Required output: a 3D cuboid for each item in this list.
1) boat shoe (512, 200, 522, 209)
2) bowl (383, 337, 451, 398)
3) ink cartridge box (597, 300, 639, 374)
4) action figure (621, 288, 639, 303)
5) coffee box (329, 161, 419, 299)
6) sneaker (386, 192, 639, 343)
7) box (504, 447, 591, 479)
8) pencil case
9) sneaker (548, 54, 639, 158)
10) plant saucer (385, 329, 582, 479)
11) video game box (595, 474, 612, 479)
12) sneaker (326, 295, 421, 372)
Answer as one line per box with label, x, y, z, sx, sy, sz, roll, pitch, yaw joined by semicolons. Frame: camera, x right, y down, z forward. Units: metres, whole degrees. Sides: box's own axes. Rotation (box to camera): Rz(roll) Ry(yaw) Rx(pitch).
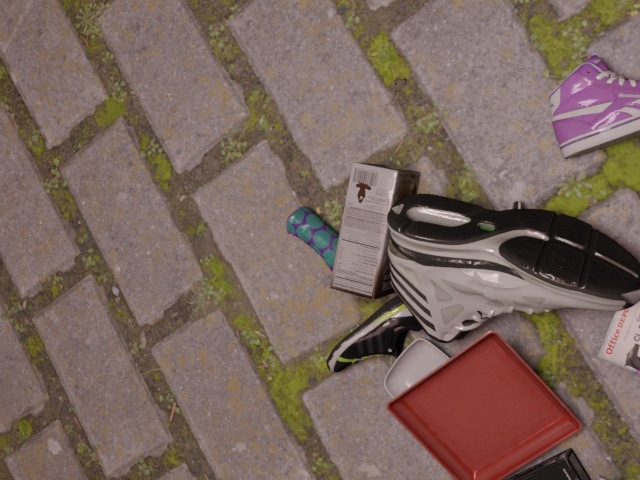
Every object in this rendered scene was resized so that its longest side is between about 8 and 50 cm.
boat shoe;0.352;-0.013;1.536;0.038;0.046;0.125;9;105;21
bowl;0.210;0.273;1.611;0.142;0.053;0.142;41;108;17
ink cartridge box;0.582;0.174;1.419;0.175;0.072;0.127;21;102;23
action figure;0.689;0.042;1.290;0.341;0.178;0.330;35;80;15
coffee box;0.106;-0.021;1.599;0.098;0.141;0.246;14;99;24
sneaker;0.334;0.081;1.490;0.447;0.169;0.257;16;135;18
box;0.431;0.571;1.507;0.242;0.076;0.307;-34;79;22
pencil case;0.000;0.000;1.691;0.152;0.064;0.070;41;92;19
sneaker;0.529;-0.258;1.411;0.282;0.102;0.161;-17;82;25
plant saucer;0.299;0.314;1.529;0.259;0.048;0.258;-40;101;20
video game box;0.533;0.528;1.398;0.205;0.048;0.187;23;87;12
sneaker;0.112;0.206;1.637;0.235;0.084;0.097;-44;76;21
